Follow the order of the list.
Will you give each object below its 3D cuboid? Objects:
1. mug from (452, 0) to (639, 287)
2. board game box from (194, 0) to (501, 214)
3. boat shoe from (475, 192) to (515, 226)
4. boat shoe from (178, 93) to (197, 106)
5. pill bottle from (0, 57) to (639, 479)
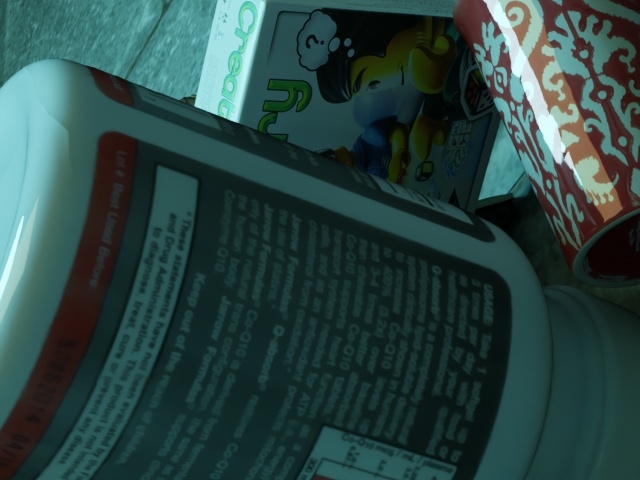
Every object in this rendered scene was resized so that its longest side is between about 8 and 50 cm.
[{"bbox_3d":[0.160,-0.066,0.971,0.113,0.150,0.169,-34,57,28],"label":"mug"},{"bbox_3d":[0.000,0.000,1.083,0.053,0.193,0.305,36,119,47],"label":"board game box"},{"bbox_3d":[0.082,0.004,1.178,0.133,0.049,0.042,-30,79,45],"label":"boat shoe"},{"bbox_3d":[-0.086,-0.098,1.621,0.060,0.064,0.178,-39,25,-4],"label":"boat shoe"},{"bbox_3d":[-0.014,0.062,0.926,0.210,0.363,0.210,-47,32,42],"label":"pill bottle"}]
